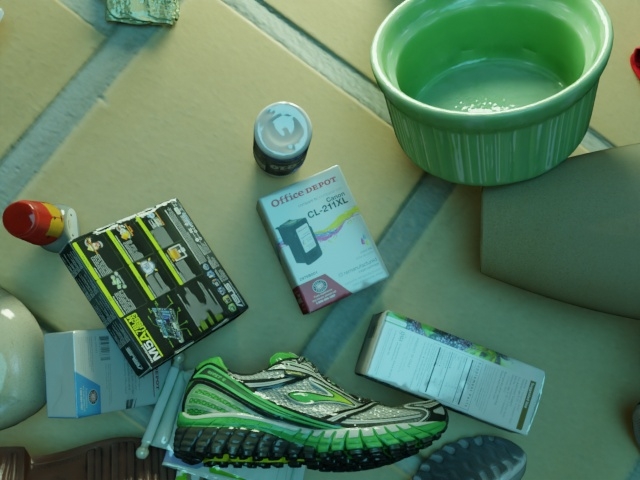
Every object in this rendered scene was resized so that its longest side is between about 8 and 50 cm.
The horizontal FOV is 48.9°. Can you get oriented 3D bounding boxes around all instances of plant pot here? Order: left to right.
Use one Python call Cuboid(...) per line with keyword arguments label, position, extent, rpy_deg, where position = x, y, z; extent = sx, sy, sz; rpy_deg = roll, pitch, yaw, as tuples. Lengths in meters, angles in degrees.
Cuboid(label="plant pot", position=(0.360, -0.014, 0.967), extent=(0.273, 0.256, 0.257), rpy_deg=(1, 81, 11))

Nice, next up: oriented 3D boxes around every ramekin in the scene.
Cuboid(label="ramekin", position=(0.227, -0.216, 0.954), extent=(0.303, 0.148, 0.304), rpy_deg=(-8, 50, 9))

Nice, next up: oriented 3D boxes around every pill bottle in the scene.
Cuboid(label="pill bottle", position=(-0.055, -0.133, 0.974), extent=(0.078, 0.137, 0.078), rpy_deg=(1, 81, -5))

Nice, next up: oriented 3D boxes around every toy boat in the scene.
Cuboid(label="toy boat", position=(-0.425, 0.086, 0.910), extent=(0.267, 0.148, 0.318), rpy_deg=(33, 87, 4))

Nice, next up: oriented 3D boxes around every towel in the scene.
Cuboid(label="towel", position=(-0.263, -0.390, 1.044), extent=(0.110, 0.027, 0.148), rpy_deg=(1, 82, -7))

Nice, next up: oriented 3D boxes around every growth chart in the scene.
Cuboid(label="growth chart", position=(-0.120, 0.270, 0.926), extent=(0.237, 0.021, 0.172), rpy_deg=(29, 56, -9))

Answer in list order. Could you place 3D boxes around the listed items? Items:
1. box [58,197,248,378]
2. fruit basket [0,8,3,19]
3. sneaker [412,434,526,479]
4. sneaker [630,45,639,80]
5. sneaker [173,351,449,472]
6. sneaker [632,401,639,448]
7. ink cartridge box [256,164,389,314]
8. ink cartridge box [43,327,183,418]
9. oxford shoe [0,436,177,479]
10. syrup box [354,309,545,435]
Cuboid(label="box", position=(-0.213, 0.055, 0.926), extent=(0.184, 0.045, 0.191), rpy_deg=(-32, 86, -45))
Cuboid(label="fruit basket", position=(-0.651, -0.238, 0.910), extent=(0.352, 0.165, 0.327), rpy_deg=(22, 80, -6))
Cuboid(label="sneaker", position=(0.169, 0.377, 0.962), extent=(0.281, 0.105, 0.115), rpy_deg=(-33, 116, -12))
Cuboid(label="sneaker", position=(0.567, -0.323, 1.101), extent=(0.128, 0.087, 0.221), rpy_deg=(13, 79, -6))
Cuboid(label="sneaker", position=(-0.005, 0.207, 0.883), extent=(0.343, 0.134, 0.146), rpy_deg=(5, 63, -7))
Cuboid(label="sneaker", position=(0.593, 0.303, 1.005), extent=(0.180, 0.124, 0.321), rpy_deg=(-45, 99, -15))
Cuboid(label="ink cartridge box", position=(0.000, 0.000, 0.993), extent=(0.127, 0.072, 0.175), rpy_deg=(-24, 86, -9))
Cuboid(label="ink cartridge box", position=(-0.264, 0.166, 0.916), extent=(0.060, 0.180, 0.104), rpy_deg=(-10, 81, 32))
Cuboid(label="oxford shoe", position=(-0.296, 0.349, 0.899), extent=(0.396, 0.140, 0.147), rpy_deg=(8, 124, -15))
Cuboid(label="syrup box", position=(0.176, 0.183, 0.976), extent=(0.236, 0.093, 0.096), rpy_deg=(20, 80, -3))
